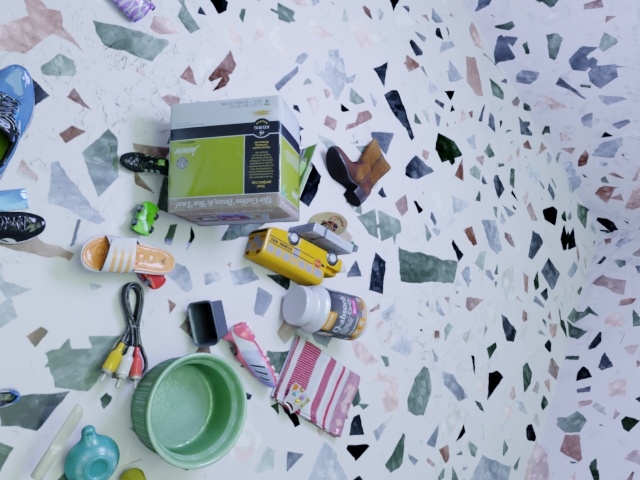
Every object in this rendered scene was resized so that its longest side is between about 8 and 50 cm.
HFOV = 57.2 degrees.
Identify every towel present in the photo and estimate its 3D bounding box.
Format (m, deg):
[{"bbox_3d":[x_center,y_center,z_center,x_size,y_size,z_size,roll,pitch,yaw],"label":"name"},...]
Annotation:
[{"bbox_3d":[-0.006,0.503,2.014,0.329,0.037,0.237,39,58,-29],"label":"towel"}]

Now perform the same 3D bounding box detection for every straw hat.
[{"bbox_3d":[0.027,-0.038,2.113,0.144,0.144,0.061,-39,150,-38],"label":"straw hat"}]

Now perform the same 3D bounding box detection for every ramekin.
[{"bbox_3d":[-0.369,0.463,1.626,0.303,0.148,0.303,8,78,-40],"label":"ramekin"}]

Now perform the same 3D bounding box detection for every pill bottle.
[{"bbox_3d":[0.019,0.243,1.995,0.278,0.162,0.162,18,71,-38],"label":"pill bottle"}]

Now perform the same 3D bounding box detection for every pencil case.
[{"bbox_3d":[-0.574,-0.728,1.689,0.206,0.088,0.086,44,55,-26],"label":"pencil case"}]

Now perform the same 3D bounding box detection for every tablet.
[{"bbox_3d":[-0.773,-0.101,1.462,0.083,0.006,0.054,-12,91,-43],"label":"tablet"}]

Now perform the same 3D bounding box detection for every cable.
[{"bbox_3d":[-0.503,0.260,1.595,0.139,0.072,0.287,28,65,-41],"label":"cable"}]

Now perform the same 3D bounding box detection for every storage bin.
[{"bbox_3d":[-0.332,0.240,1.745,0.091,0.098,0.135,-11,90,-69],"label":"storage bin"}]

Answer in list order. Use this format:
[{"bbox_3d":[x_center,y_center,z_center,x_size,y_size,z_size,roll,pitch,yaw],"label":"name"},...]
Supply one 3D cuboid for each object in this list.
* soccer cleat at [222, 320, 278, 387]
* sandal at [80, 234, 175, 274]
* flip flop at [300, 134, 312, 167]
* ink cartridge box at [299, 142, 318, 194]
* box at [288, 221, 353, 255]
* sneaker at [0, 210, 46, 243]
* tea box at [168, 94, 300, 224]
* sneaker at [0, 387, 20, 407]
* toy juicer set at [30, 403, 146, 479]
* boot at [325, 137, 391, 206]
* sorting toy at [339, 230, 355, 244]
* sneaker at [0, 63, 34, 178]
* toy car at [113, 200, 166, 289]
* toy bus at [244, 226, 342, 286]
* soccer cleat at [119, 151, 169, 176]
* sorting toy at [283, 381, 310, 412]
[{"bbox_3d":[-0.216,0.367,1.837,0.095,0.083,0.248,-29,109,-10],"label":"soccer cleat"},{"bbox_3d":[-0.496,0.038,1.562,0.265,0.076,0.102,8,77,-41],"label":"sandal"},{"bbox_3d":[-0.106,-0.349,2.039,0.112,0.080,0.277,-49,114,-35],"label":"flip flop"},{"bbox_3d":[-0.089,-0.189,1.910,0.097,0.255,0.189,36,61,-31],"label":"ink cartridge box"},{"bbox_3d":[0.000,0.000,2.031,0.186,0.145,0.038,31,65,-33],"label":"box"},{"bbox_3d":[-0.752,-0.035,1.392,0.217,0.121,0.079,-4,86,-42],"label":"sneaker"},{"bbox_3d":[-0.242,-0.219,1.698,0.220,0.329,0.324,38,52,-74],"label":"tea box"},{"bbox_3d":[-0.764,0.367,1.357,0.135,0.058,0.052,-6,86,-41],"label":"sneaker"},{"bbox_3d":[-0.596,0.578,1.459,0.209,0.089,0.329,-41,119,-24],"label":"toy juicer set"},{"bbox_3d":[0.157,-0.310,2.255,0.264,0.096,0.280,54,52,-20],"label":"boot"},{"bbox_3d":[0.098,-0.002,2.205,0.083,0.012,0.062,48,50,-21],"label":"sorting toy"},{"bbox_3d":[-0.761,-0.278,1.410,0.129,0.147,0.330,22,68,-37],"label":"sneaker"},{"bbox_3d":[-0.516,-0.002,1.641,0.239,0.053,0.225,32,63,-34],"label":"toy car"},{"bbox_3d":[-0.083,0.059,1.972,0.332,0.108,0.130,29,65,-34],"label":"toy bus"},{"bbox_3d":[-0.485,-0.222,1.691,0.179,0.072,0.060,9,77,-40],"label":"soccer cleat"},{"bbox_3d":[-0.080,0.518,1.903,0.075,0.045,0.083,-37,105,-21],"label":"sorting toy"}]
